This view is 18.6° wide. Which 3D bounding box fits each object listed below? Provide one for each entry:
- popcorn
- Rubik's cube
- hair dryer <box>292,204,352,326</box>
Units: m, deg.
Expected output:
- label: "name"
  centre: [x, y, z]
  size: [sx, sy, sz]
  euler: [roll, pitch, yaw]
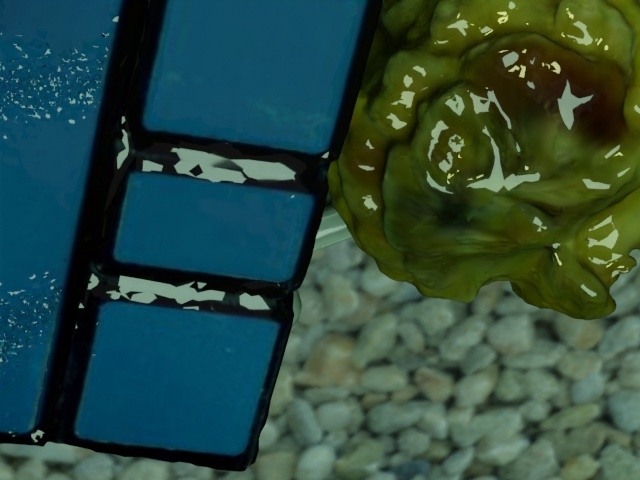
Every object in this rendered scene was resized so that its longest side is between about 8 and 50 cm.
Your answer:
- label: "popcorn"
  centre: [0.104, -0.063, 1.082]
  size: [0.189, 0.169, 0.218]
  euler: [34, 120, -20]
- label: "Rubik's cube"
  centre: [-0.149, -0.091, 0.945]
  size: [0.283, 0.293, 0.288]
  euler: [6, 118, -17]
- label: "hair dryer"
  centre: [0.000, 0.000, 1.173]
  size: [0.137, 0.047, 0.082]
  euler: [-22, 123, -6]
